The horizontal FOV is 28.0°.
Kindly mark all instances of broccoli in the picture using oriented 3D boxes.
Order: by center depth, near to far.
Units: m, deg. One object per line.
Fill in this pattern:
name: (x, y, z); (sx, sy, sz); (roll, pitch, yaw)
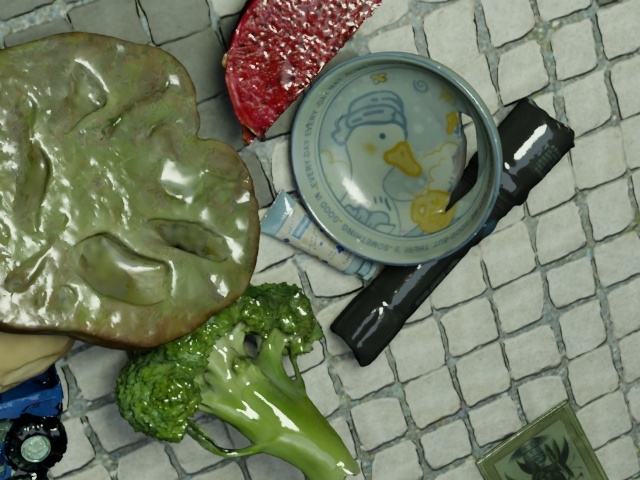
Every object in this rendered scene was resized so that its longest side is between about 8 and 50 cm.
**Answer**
broccoli: (-0.104, 0.169, 1.654); (0.302, 0.186, 0.254); (27, 58, -25)

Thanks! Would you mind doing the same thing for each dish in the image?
dish: (0.111, -0.117, 1.639); (0.273, 0.134, 0.273); (8, 112, 20)

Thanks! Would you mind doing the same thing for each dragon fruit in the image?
dragon fruit: (-0.037, -0.256, 1.549); (0.126, 0.161, 0.274); (40, 105, -8)

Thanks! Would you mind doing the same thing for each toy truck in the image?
toy truck: (-0.386, 0.240, 1.606); (0.126, 0.113, 0.208); (10, 104, -21)

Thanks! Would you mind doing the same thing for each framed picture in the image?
framed picture: (0.353, 0.372, 1.970); (0.173, 0.010, 0.231); (-34, 116, -5)

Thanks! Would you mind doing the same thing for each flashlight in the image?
flashlight: (0.172, -0.007, 1.723); (0.103, 0.103, 0.424); (40, 93, -27)

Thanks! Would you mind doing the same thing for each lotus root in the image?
lotus root: (-0.260, -0.043, 1.461); (0.390, 0.111, 0.375); (49, 63, -14)

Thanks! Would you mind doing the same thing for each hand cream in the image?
hand cream: (0.000, 0.000, 1.695); (0.170, 0.043, 0.065); (31, 90, -21)

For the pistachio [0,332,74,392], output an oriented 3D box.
pistachio: (-0.438, 0.074, 1.495); (0.318, 0.214, 0.193); (24, 141, -18)
